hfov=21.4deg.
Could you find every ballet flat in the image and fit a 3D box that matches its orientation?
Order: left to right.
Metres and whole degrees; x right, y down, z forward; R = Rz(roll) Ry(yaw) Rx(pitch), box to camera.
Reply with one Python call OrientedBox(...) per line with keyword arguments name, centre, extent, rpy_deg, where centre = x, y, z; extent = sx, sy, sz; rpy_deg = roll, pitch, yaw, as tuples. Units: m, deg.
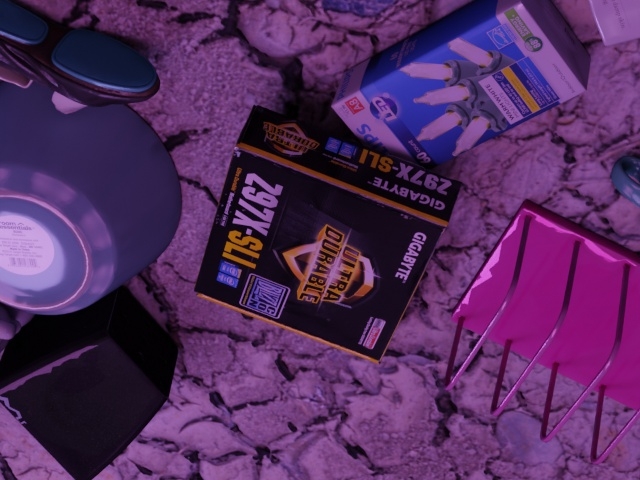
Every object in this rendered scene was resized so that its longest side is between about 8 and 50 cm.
OrientedBox(name="ballet flat", centre=(-0.318, -0.213, 2.003), extent=(0.280, 0.095, 0.096), rpy_deg=(26, 138, 8))

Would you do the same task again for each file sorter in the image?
OrientedBox(name="file sorter", centre=(0.316, 0.134, 2.022), extent=(0.291, 0.182, 0.202), rpy_deg=(26, 128, -5))

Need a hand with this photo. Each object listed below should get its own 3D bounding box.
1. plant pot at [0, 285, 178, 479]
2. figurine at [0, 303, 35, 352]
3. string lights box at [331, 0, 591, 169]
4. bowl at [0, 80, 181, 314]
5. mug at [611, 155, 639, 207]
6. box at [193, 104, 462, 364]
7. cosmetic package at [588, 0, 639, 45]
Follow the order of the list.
OrientedBox(name="plant pot", centre=(-0.293, 0.170, 2.221), extent=(0.167, 0.188, 0.187), rpy_deg=(-32, 112, 17))
OrientedBox(name="figurine", centre=(-0.471, 0.086, 2.184), extent=(0.215, 0.209, 0.092), rpy_deg=(10, 108, 6))
OrientedBox(name="string lights box", centre=(0.157, -0.178, 1.904), extent=(0.260, 0.076, 0.133), rpy_deg=(-27, 117, 30))
OrientedBox(name="bowl", centre=(-0.340, -0.029, 2.090), extent=(0.312, 0.163, 0.311), rpy_deg=(7, 127, 9))
OrientedBox(name="mug", centre=(0.417, -0.037, 1.925), extent=(0.158, 0.097, 0.129), rpy_deg=(-9, 122, 20))
OrientedBox(name="box", centre=(0.000, 0.000, 2.023), extent=(0.257, 0.079, 0.322), rpy_deg=(22, 145, 0))
OrientedBox(name="cosmetic package", centre=(0.433, -0.356, 1.658), extent=(0.385, 0.156, 0.217), rpy_deg=(-12, 121, 21))
